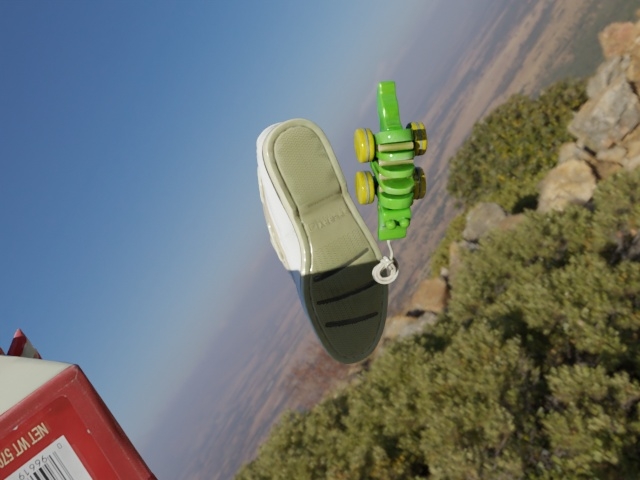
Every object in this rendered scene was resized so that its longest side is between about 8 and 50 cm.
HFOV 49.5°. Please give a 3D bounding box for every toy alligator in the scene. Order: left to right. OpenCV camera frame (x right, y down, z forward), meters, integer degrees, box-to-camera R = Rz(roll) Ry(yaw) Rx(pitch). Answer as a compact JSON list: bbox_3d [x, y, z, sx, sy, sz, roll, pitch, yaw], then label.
[{"bbox_3d":[0.061,-0.036,0.585,0.051,0.056,0.190,-111,17,-63],"label":"toy alligator"}]

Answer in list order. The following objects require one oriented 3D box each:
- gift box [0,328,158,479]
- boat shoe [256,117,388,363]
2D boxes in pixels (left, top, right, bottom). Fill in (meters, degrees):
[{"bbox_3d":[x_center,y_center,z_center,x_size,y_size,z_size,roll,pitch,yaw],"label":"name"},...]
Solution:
[{"bbox_3d":[-0.239,0.204,0.461,0.255,0.277,0.258,-33,14,-37],"label":"gift box"},{"bbox_3d":[0.000,0.000,0.858,0.113,0.303,0.103,-18,10,-16],"label":"boat shoe"}]
